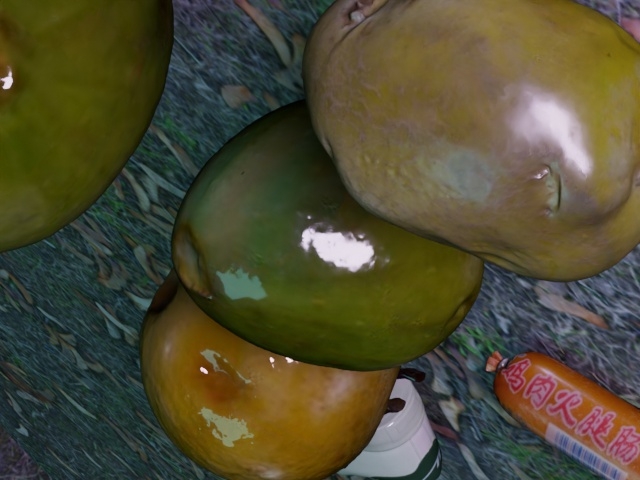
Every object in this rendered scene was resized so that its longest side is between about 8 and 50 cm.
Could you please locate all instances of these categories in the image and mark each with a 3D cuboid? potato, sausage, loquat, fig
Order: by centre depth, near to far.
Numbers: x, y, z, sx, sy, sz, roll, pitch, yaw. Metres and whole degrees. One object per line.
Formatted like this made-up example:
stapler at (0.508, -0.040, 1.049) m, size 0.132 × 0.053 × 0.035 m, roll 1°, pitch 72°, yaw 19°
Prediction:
potato at (0.084, -0.062, 0.936) m, size 0.200 × 0.137 × 0.154 m, roll 23°, pitch -177°, yaw 41°
fig at (-0.247, -0.151, 1.153) m, size 0.316 × 0.316 × 0.316 m, roll 36°, pitch 159°, yaw 16°
fig at (0.000, 0.000, 1.158) m, size 0.181 × 0.191 × 0.181 m, roll 35°, pitch 130°, yaw 57°
sausage at (0.251, 0.167, 1.199) m, size 0.347 × 0.053 × 0.053 m, roll 32°, pitch 157°, yaw 24°
loquat at (-0.033, 0.087, 1.342) m, size 0.213 × 0.213 × 0.213 m, roll 36°, pitch 159°, yaw 16°

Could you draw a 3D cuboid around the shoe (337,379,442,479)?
shoe at (-0.005, 0.151, 1.568) m, size 0.265 × 0.095 × 0.110 m, roll 14°, pitch 146°, yaw 47°
